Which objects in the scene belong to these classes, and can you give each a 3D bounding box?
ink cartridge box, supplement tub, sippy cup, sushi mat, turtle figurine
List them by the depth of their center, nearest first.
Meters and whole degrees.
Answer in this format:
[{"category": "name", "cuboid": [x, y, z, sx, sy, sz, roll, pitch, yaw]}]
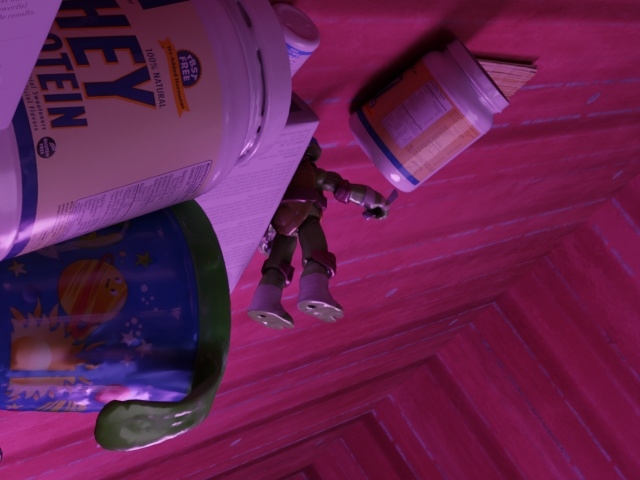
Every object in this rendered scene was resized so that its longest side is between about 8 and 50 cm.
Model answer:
[{"category": "supplement tub", "cuboid": [-0.211, -0.128, 1.096, 0.325, 0.235, 0.235, -22, 158, -37]}, {"category": "sippy cup", "cuboid": [-0.236, 0.068, 1.189, 0.224, 0.240, 0.305, -4, -179, -33]}, {"category": "supplement tub", "cuboid": [-0.056, -0.214, 1.428, 0.071, 0.071, 0.107, -12, 150, -52]}, {"category": "ink cartridge box", "cuboid": [-0.197, -0.011, 1.558, 0.308, 0.091, 0.385, -16, 143, -48]}, {"category": "turtle figurine", "cuboid": [0.000, 0.000, 1.753, 0.198, 0.266, 0.274, 5, 154, 7]}, {"category": "supplement tub", "cuboid": [0.157, -0.181, 1.782, 0.200, 0.144, 0.144, -39, 162, 12]}, {"category": "sushi mat", "cuboid": [0.232, -0.236, 1.987, 0.151, 0.019, 0.316, -43, 160, 29]}]

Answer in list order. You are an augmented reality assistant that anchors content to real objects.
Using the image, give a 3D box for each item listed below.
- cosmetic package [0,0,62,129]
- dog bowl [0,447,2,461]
[{"category": "cosmetic package", "cuboid": [-0.249, -0.248, 0.750, 0.156, 0.217, 0.385, -20, 156, -40]}, {"category": "dog bowl", "cuboid": [-0.626, 0.304, 1.578, 0.408, 0.150, 0.408, -29, 166, -8]}]
